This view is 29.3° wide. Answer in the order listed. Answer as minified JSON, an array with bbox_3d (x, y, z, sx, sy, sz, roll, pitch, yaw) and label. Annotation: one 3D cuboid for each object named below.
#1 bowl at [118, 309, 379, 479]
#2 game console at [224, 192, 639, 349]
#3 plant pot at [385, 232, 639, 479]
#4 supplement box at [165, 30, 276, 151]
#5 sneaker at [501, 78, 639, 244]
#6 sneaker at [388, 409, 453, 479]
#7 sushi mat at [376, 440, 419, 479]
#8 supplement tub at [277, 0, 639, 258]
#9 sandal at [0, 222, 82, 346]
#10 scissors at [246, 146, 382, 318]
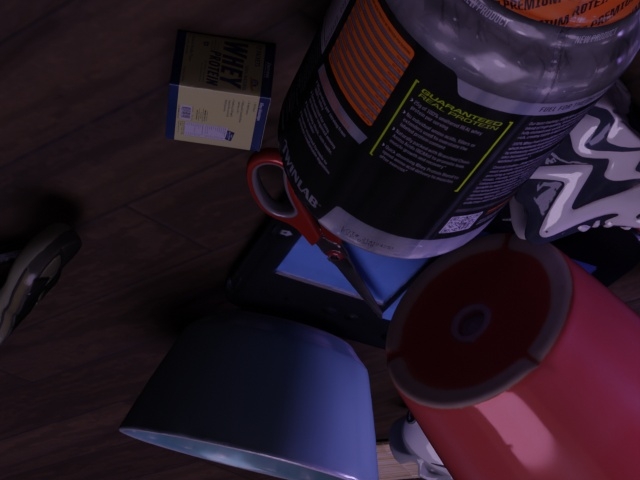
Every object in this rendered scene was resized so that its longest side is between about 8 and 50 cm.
[{"bbox_3d":[-0.064,0.183,1.435,0.311,0.163,0.311,14,166,3],"label":"bowl"},{"bbox_3d":[0.109,0.023,1.276,0.341,0.060,0.386,13,149,-16],"label":"game console"},{"bbox_3d":[0.204,0.139,1.176,0.274,0.275,0.243,-17,134,33],"label":"plant pot"},{"bbox_3d":[-0.085,-0.125,1.033,0.083,0.056,0.083,8,151,-6],"label":"supplement box"},{"bbox_3d":[0.243,-0.039,1.085,0.153,0.094,0.235,-28,138,30],"label":"sneaker"},{"bbox_3d":[0.271,0.294,1.670,0.330,0.122,0.146,21,135,-17],"label":"sneaker"},{"bbox_3d":[0.179,0.331,1.865,0.316,0.019,0.151,-10,149,23],"label":"sushi mat"},{"bbox_3d":[0.098,-0.134,0.852,0.193,0.194,0.316,12,151,-14],"label":"supplement tub"},{"bbox_3d":[-0.346,0.043,1.345,0.086,0.120,0.303,40,141,-6],"label":"sandal"},{"bbox_3d":[0.000,0.000,1.215,0.109,0.021,0.297,2,149,11],"label":"scissors"}]
